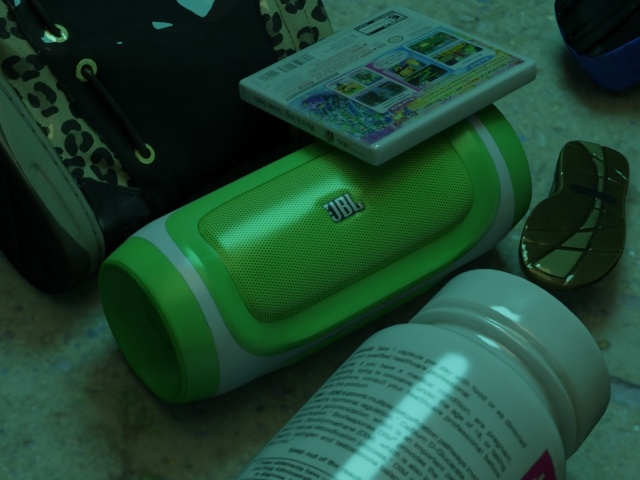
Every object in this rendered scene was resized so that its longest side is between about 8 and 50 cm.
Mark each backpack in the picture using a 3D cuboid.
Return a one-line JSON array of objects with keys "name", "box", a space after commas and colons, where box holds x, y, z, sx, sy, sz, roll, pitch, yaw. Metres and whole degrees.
[{"name": "backpack", "box": [0.253, -0.172, 1.509, 0.120, 0.101, 0.098, -28, 48, 13]}]

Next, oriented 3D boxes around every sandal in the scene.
[{"name": "sandal", "box": [0.187, -0.011, 1.406, 0.072, 0.049, 0.180, 21, 37, 4]}]

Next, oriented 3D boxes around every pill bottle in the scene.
[{"name": "pill bottle", "box": [0.049, 0.153, 1.179, 0.160, 0.160, 0.283, 32, 55, 19]}]

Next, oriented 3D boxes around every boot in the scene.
[{"name": "boot", "box": [-0.166, -0.181, 1.385, 0.284, 0.138, 0.377, -27, 87, -29]}]

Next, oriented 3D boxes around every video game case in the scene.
[{"name": "video game case", "box": [0.047, -0.112, 1.346, 0.157, 0.019, 0.143, -29, 40, -32]}]

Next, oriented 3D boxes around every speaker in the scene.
[{"name": "speaker", "box": [0.000, 0.000, 1.323, 0.296, 0.131, 0.131, -27, 58, -25]}]
